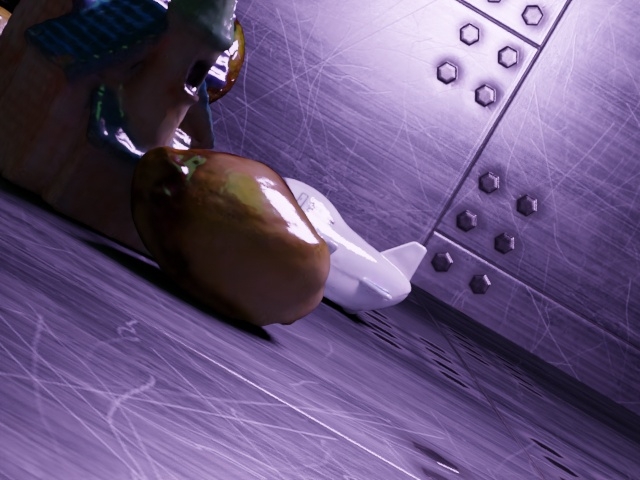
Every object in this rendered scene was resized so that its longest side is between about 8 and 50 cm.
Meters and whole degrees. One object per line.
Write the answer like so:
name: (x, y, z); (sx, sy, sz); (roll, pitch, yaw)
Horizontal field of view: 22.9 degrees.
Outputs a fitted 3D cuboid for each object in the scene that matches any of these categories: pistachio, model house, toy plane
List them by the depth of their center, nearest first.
pistachio: (-0.084, -0.005, 1.423); (0.210, 0.165, 0.130); (39, -45, -20)
model house: (-0.182, -0.163, 1.557); (0.245, 0.280, 0.312); (29, 5, -34)
toy plane: (-0.003, 0.005, 2.030); (0.267, 0.123, 0.267); (28, 3, -1)

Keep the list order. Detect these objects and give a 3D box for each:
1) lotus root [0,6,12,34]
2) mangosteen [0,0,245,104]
lotus root: (-0.410, -0.210, 1.689); (0.214, 0.138, 0.138); (18, 5, -8)
mangosteen: (-0.297, -0.314, 2.176); (0.381, 0.381, 0.421); (31, -13, 16)
